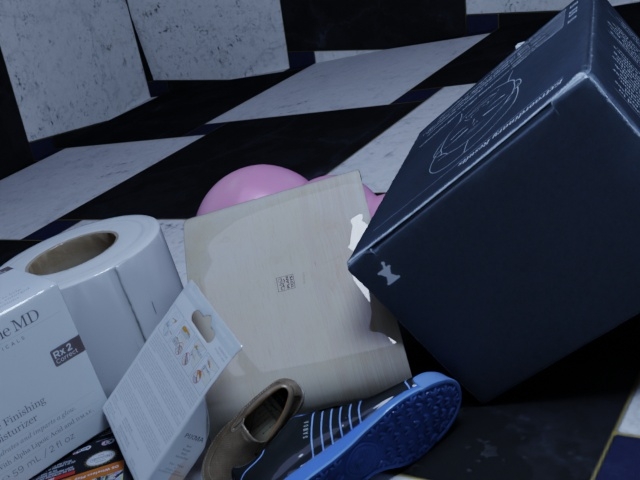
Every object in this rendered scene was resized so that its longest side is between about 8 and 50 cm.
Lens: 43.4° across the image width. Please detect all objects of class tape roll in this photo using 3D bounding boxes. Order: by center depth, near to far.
[{"bbox_3d":[-0.311,0.089,1.112,0.246,0.169,0.246,-15,21,6],"label":"tape roll"}]

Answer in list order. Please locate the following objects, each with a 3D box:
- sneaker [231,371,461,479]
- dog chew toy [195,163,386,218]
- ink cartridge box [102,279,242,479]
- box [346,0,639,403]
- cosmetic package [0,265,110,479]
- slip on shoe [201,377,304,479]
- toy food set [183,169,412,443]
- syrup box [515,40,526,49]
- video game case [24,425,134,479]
[{"bbox_3d":[0.023,0.184,0.759,0.232,0.081,0.090,-28,31,-23],"label":"sneaker"},{"bbox_3d":[0.000,0.000,1.080,0.332,0.206,0.206,1,27,21],"label":"dog chew toy"},{"bbox_3d":[-0.147,0.150,0.837,0.179,0.045,0.145,-53,39,4],"label":"ink cartridge box"},{"bbox_3d":[0.244,-0.069,0.884,0.293,0.212,0.395,-40,8,32],"label":"box"},{"bbox_3d":[-0.352,0.148,0.886,0.151,0.183,0.151,-33,27,-35],"label":"cosmetic package"},{"bbox_3d":[-0.069,0.191,0.787,0.135,0.051,0.041,-45,-11,-1],"label":"slip on shoe"},{"bbox_3d":[-0.030,0.070,0.912,0.220,0.092,0.306,-15,55,5],"label":"toy food set"},{"bbox_3d":[0.377,-0.195,1.205,0.093,0.237,0.096,-25,23,-21],"label":"syrup box"},{"bbox_3d":[-0.320,0.289,0.820,0.275,0.035,0.248,-18,21,-5],"label":"video game case"}]
